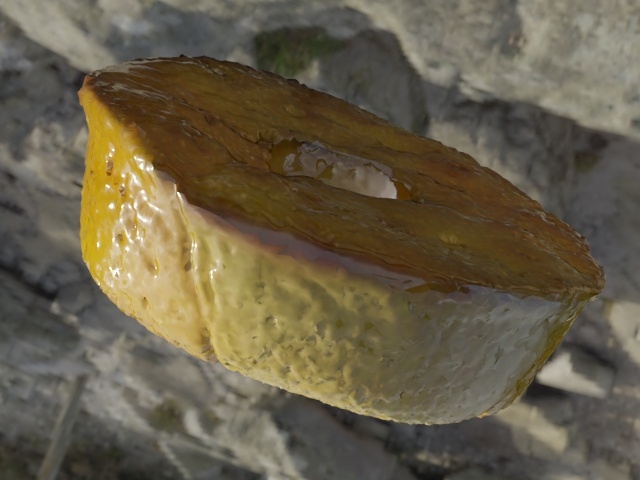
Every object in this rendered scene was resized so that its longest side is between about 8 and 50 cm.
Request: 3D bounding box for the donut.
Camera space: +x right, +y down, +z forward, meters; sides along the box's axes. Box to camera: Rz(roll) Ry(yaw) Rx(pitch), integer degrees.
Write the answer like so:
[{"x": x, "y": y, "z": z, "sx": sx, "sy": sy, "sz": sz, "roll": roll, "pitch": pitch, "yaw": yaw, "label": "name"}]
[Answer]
[{"x": 0.000, "y": 0.000, "z": 0.759, "sx": 0.303, "sy": 0.303, "sz": 0.110, "roll": 21, "pitch": 107, "yaw": -1, "label": "donut"}]
